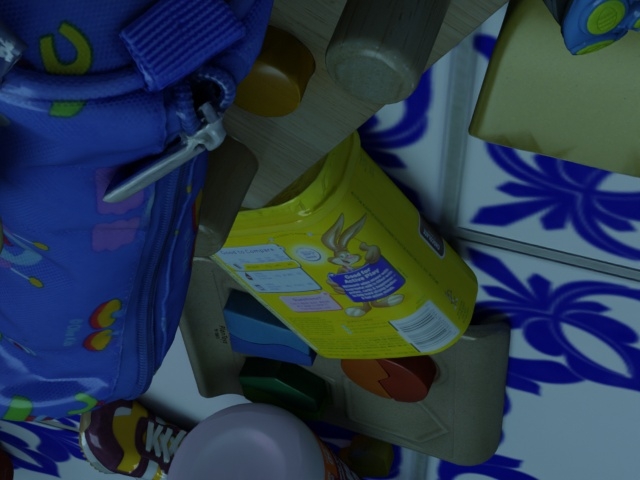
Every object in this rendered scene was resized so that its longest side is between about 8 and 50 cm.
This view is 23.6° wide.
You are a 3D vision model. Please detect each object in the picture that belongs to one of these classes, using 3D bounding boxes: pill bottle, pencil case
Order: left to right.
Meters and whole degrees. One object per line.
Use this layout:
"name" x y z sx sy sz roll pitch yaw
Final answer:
"pencil case" -0.091 -0.031 0.547 0.133 0.119 0.306 54 155 14
"pill bottle" -0.018 0.215 1.156 0.121 0.121 0.221 3 155 26

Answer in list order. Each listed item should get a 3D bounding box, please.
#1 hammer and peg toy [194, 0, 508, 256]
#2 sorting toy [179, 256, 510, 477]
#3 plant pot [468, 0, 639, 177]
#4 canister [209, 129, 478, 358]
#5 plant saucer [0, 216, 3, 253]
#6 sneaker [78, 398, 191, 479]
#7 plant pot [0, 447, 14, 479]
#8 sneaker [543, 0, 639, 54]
"hammer and peg toy" -0.126 -0.149 0.636 0.361 0.127 0.266 30 150 -14
"sorting toy" 0.015 0.116 1.105 0.229 0.041 0.307 12 151 11
"plant pot" 0.115 -0.091 0.652 0.081 0.081 0.083 14 136 8
"canister" 0.000 0.000 0.879 0.126 0.073 0.170 -5 145 35
"plant saucer" -0.259 -0.137 0.483 0.333 0.081 0.332 13 132 56
"sneaker" -0.125 0.174 1.273 0.084 0.069 0.185 -8 149 26
"plant pot" -0.434 0.254 1.405 0.236 0.267 0.267 -2 147 13
"sneaker" 0.089 -0.122 0.522 0.067 0.078 0.188 -28 154 14
